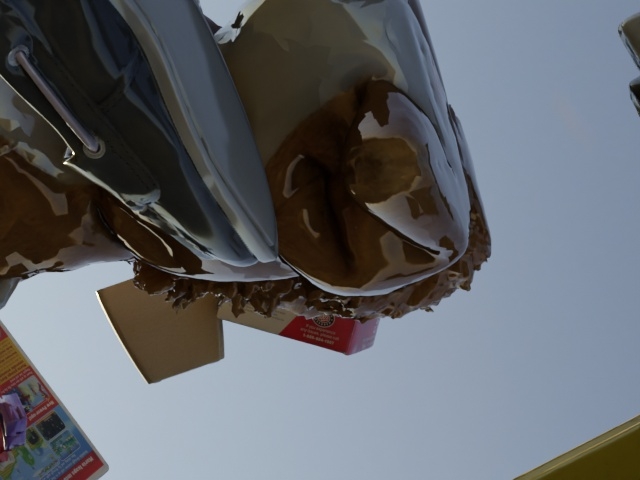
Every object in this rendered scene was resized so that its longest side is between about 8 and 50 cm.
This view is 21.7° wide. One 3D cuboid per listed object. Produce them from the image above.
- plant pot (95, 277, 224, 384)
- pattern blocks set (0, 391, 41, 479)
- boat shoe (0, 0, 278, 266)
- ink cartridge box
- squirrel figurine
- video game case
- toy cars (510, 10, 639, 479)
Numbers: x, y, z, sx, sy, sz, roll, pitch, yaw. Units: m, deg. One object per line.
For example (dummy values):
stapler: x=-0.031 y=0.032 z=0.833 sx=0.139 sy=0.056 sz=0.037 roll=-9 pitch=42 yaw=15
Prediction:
plant pot: x=-0.140 y=0.077 z=1.538 sx=0.109 sy=0.109 sz=0.096 roll=142 pitch=-70 yaw=-82
pattern blocks set: x=-0.232 y=0.281 z=1.362 sx=0.285 sy=0.026 sz=0.325 roll=-164 pitch=-113 yaw=-70
boat shoe: x=-0.122 y=-0.104 z=0.803 sx=0.095 sy=0.335 sz=0.112 roll=-18 pitch=-138 yaw=14
ink cartridge box: x=0.000 y=0.000 z=1.517 sx=0.128 sy=0.127 sz=0.176 roll=16 pitch=-86 yaw=13
squirrel figurine: x=-0.089 y=-0.037 z=1.156 sx=0.370 sy=0.397 sz=0.281 roll=-16 pitch=-116 yaw=10
video game case: x=-0.338 y=0.148 z=1.588 sx=0.025 sy=0.204 sz=0.285 roll=-37 pitch=-90 yaw=27
toy cars: x=0.165 y=0.056 z=0.648 sx=0.176 sy=0.087 sz=0.393 roll=12 pitch=-102 yaw=19
